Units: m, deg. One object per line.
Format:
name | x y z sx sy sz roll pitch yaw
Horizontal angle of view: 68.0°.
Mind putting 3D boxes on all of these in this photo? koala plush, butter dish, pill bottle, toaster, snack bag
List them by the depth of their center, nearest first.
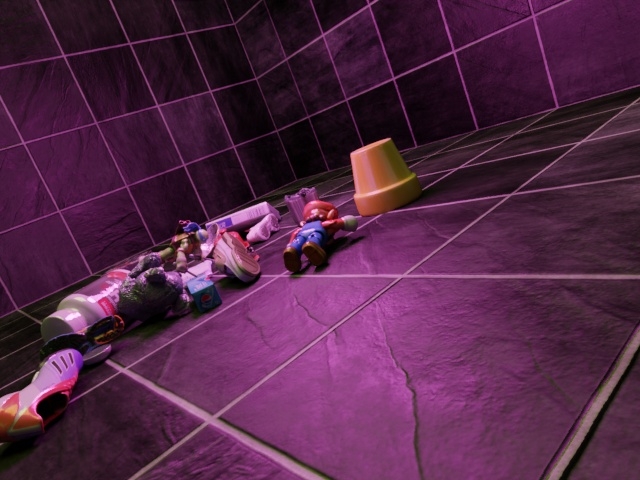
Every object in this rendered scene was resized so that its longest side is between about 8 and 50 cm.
koala plush | -0.499 0.157 1.469 0.221 0.196 0.203 -8 29 45
pill bottle | -0.711 0.227 1.508 0.176 0.176 0.318 -17 13 20
snack bag | -0.588 0.166 1.890 0.343 0.037 0.323 -23 12 -9
butter dish | -0.407 0.006 2.076 0.160 0.118 0.160 -24 12 -9
toaster | -0.065 -0.147 2.081 0.129 0.146 0.227 -26 12 -16

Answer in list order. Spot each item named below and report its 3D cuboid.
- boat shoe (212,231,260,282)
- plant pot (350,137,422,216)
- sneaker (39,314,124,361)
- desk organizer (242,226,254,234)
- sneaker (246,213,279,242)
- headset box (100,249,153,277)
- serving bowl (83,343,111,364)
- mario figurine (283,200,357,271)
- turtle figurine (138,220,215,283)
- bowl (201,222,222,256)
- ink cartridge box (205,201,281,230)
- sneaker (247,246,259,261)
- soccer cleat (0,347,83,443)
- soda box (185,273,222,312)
boat shoe | -0.289 0.076 1.594 0.103 0.113 0.302 -51 29 3
plant pot | 0.229 -0.247 1.800 0.254 0.239 0.254 -21 13 5
sneaker | -0.659 0.282 1.321 0.221 0.083 0.087 -21 -2 -26
desk organizer | -0.330 -0.037 2.302 0.050 0.047 0.130 -31 15 -26
sneaker | -0.272 -0.054 2.184 0.115 0.090 0.232 -20 11 25
headset box | -0.935 0.158 2.342 0.218 0.110 0.293 -24 12 -8
serving bowl | -0.610 0.316 1.297 0.083 0.027 0.083 -21 11 4
mario figurine | 0.000 0.000 1.505 0.198 0.170 0.320 17 33 7
turtle figurine | -0.502 0.084 1.740 0.266 0.274 0.197 -17 36 17
bowl | -0.484 0.011 2.208 0.080 0.170 0.170 23 -14 -32
ink cartridge box | -0.376 -0.084 2.441 0.324 0.071 0.330 -20 -11 6
sneaker | -0.293 0.072 1.720 0.061 0.064 0.158 -11 16 39
soccer cleat | -0.596 0.338 1.059 0.117 0.108 0.318 -1 11 0
soda box | -0.363 0.159 1.465 0.071 0.067 0.210 -25 13 -16
